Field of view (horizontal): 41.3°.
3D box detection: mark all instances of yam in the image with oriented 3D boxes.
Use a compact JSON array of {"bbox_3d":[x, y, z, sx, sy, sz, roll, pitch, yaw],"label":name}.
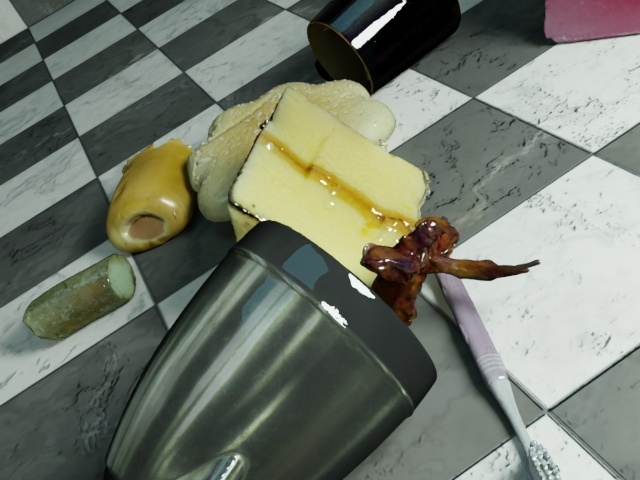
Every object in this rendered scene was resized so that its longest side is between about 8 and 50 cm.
[{"bbox_3d":[-0.311,0.077,1.109,0.146,0.070,0.070,-31,32,-1],"label":"yam"}]

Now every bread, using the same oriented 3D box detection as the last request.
[{"bbox_3d":[-0.047,-0.136,1.181,0.316,0.054,0.316,-13,39,11],"label":"bread"},{"bbox_3d":[-0.245,-0.067,1.238,0.134,0.085,0.173,-20,33,15],"label":"bread"},{"bbox_3d":[0.021,-0.058,0.931,0.178,0.135,0.240,3,39,16],"label":"bread"}]

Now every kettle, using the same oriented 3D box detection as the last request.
[{"bbox_3d":[-0.078,0.140,0.713,0.271,0.207,0.251,-48,42,-14],"label":"kettle"}]

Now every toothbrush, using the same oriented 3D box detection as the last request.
[{"bbox_3d":[0.145,0.098,0.747,0.024,0.029,0.354,-13,32,-1],"label":"toothbrush"}]

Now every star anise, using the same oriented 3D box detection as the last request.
[{"bbox_3d":[0.119,0.036,0.797,0.144,0.140,0.158,30,68,19],"label":"star anise"}]

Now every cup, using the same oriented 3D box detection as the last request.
[{"bbox_3d":[0.091,-0.309,1.304,0.166,0.239,0.177,43,77,14],"label":"cup"}]

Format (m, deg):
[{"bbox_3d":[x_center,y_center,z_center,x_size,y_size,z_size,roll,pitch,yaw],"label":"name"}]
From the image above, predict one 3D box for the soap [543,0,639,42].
[{"bbox_3d":[0.457,-0.426,1.150,0.233,0.128,0.359,2,43,38],"label":"soap"}]
